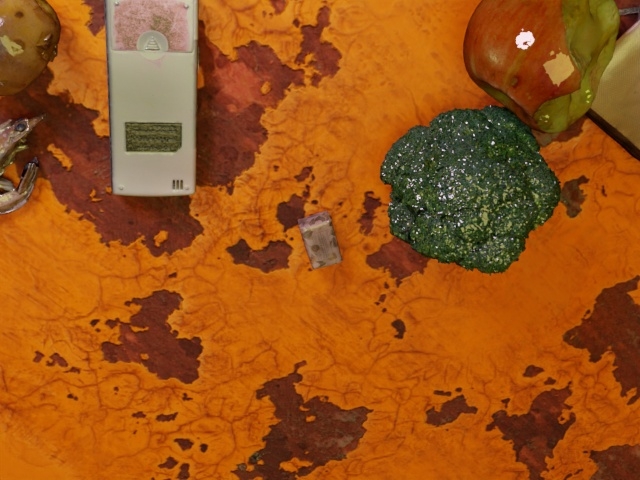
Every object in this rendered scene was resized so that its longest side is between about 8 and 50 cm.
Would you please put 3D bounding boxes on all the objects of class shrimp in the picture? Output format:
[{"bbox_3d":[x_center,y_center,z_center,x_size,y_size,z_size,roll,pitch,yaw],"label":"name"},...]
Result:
[{"bbox_3d":[-0.505,-0.119,1.333,0.223,0.047,0.126,-39,126,17],"label":"shrimp"}]

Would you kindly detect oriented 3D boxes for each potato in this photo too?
[{"bbox_3d":[-0.464,-0.288,1.204,0.137,0.137,0.176,36,109,-26],"label":"potato"}]

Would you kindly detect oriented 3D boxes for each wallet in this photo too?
[{"bbox_3d":[0.599,-0.272,1.471,0.335,0.068,0.275,27,114,-30],"label":"wallet"}]

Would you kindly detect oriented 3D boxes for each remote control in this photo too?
[{"bbox_3d":[-0.267,-0.232,1.316,0.145,0.050,0.343,0,118,-12],"label":"remote control"}]

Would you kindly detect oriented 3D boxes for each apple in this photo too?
[{"bbox_3d":[0.355,-0.307,1.295,0.246,0.246,0.226,34,99,-26],"label":"apple"}]

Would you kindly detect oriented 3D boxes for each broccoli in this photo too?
[{"bbox_3d":[0.254,-0.086,1.405,0.308,0.307,0.275,-40,153,11],"label":"broccoli"}]

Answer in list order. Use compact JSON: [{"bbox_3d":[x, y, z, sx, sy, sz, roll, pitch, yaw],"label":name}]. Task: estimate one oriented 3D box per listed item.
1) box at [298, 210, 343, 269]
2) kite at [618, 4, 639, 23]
[{"bbox_3d":[0.000,0.000,1.503,0.062,0.045,0.098,-19,122,0],"label":"box"},{"bbox_3d":[0.549,-0.401,1.418,0.153,0.005,0.137,-1,120,-12],"label":"kite"}]
